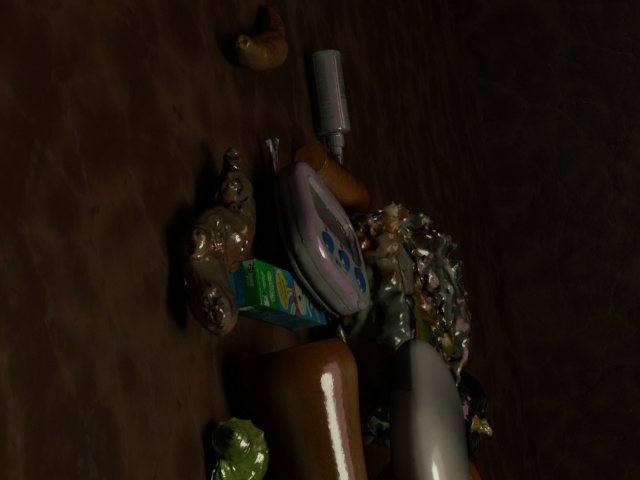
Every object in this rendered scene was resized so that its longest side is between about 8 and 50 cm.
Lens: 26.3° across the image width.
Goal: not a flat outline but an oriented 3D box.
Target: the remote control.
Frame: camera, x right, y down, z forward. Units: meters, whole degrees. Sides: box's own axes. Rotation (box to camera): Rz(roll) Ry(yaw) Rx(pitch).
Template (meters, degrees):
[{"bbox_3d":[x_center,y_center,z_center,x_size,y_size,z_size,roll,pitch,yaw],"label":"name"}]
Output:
[{"bbox_3d":[0.147,0.273,1.853,0.332,0.103,0.221,-84,162,-60],"label":"remote control"}]

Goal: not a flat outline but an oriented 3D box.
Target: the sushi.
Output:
[{"bbox_3d":[0.118,0.132,2.172,0.417,0.176,0.417,-8,90,-70],"label":"sushi"}]

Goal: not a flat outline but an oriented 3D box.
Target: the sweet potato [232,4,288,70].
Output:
[{"bbox_3d":[-0.083,-0.280,1.957,0.078,0.058,0.255,55,19,-12],"label":"sweet potato"}]

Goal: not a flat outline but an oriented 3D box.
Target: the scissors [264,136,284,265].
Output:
[{"bbox_3d":[-0.057,-0.057,1.978,0.133,0.020,0.187,-19,101,-75],"label":"scissors"}]

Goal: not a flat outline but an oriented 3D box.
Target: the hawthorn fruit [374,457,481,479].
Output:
[{"bbox_3d":[0.165,0.407,2.094,0.210,0.210,0.262,-75,173,-54],"label":"hawthorn fruit"}]

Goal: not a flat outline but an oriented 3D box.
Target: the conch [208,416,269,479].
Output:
[{"bbox_3d":[-0.101,0.263,1.621,0.089,0.074,0.121,-51,156,-33],"label":"conch"}]

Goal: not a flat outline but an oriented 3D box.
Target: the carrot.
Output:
[{"bbox_3d":[0.022,-0.093,2.177,0.225,0.067,0.067,40,43,-62],"label":"carrot"}]

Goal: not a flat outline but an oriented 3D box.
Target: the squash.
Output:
[{"bbox_3d":[0.229,0.319,2.484,0.193,0.156,0.193,7,81,-48],"label":"squash"}]

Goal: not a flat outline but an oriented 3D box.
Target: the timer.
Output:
[{"bbox_3d":[0.000,0.000,1.924,0.208,0.069,0.190,50,22,-47],"label":"timer"}]

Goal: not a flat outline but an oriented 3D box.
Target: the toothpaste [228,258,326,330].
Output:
[{"bbox_3d":[-0.059,0.077,1.849,0.267,0.050,0.065,27,55,-69],"label":"toothpaste"}]

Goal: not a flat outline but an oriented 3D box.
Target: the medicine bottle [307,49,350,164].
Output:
[{"bbox_3d":[0.018,-0.210,2.237,0.057,0.058,0.199,14,67,-72],"label":"medicine bottle"}]

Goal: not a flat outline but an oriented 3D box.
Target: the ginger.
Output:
[{"bbox_3d":[-0.125,0.002,1.659,0.290,0.084,0.122,-82,178,-54],"label":"ginger"}]

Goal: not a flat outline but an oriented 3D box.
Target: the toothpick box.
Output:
[{"bbox_3d":[-0.004,0.278,1.711,0.192,0.192,0.294,3,72,-73],"label":"toothpick box"}]
